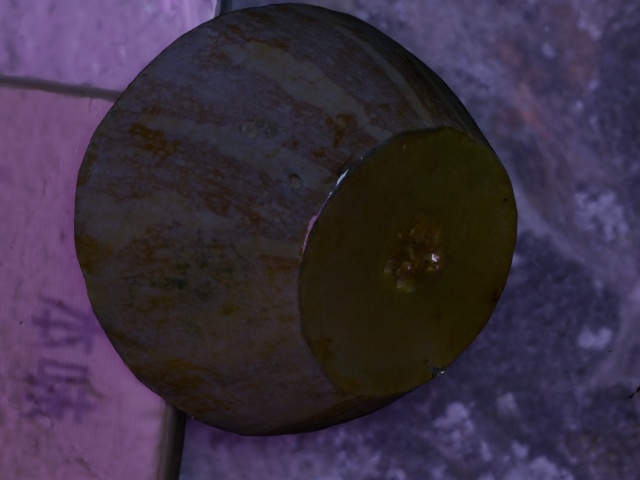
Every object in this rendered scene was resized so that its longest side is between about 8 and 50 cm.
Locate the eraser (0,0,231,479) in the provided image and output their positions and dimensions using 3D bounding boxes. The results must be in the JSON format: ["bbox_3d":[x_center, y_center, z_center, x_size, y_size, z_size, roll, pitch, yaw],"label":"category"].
[{"bbox_3d":[-0.132,0.028,1.010,0.144,0.078,0.343,7,94,3],"label":"eraser"}]

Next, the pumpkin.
[{"bbox_3d":[0.006,-0.005,0.950,0.217,0.110,0.217,-4,97,-31],"label":"pumpkin"}]
